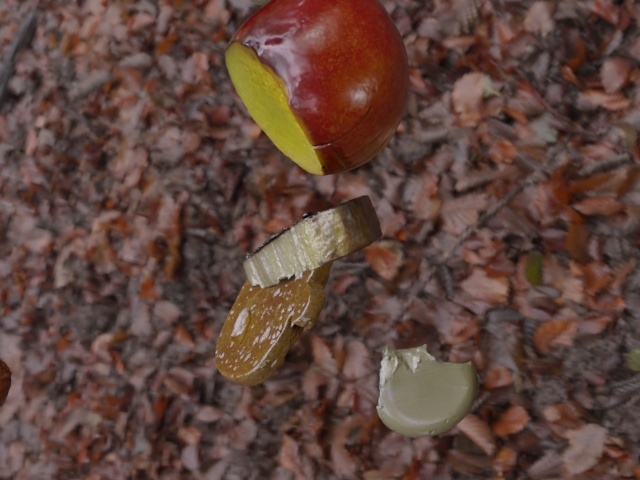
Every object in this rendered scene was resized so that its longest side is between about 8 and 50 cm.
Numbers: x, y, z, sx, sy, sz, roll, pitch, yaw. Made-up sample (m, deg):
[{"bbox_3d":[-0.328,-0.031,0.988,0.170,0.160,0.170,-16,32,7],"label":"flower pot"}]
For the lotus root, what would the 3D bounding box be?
[{"bbox_3d":[0.000,0.000,1.378,0.075,0.170,0.260,64,159,2],"label":"lotus root"}]

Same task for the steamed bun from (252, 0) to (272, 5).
[{"bbox_3d":[-0.032,-0.471,1.413,0.339,0.352,0.247,-39,79,44],"label":"steamed bun"}]

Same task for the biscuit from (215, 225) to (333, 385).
[{"bbox_3d":[-0.078,0.128,1.985,0.314,0.063,0.368,3,61,58],"label":"biscuit"}]

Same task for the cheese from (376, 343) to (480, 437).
[{"bbox_3d":[0.200,0.278,1.827,0.091,0.202,0.176,-175,83,-79],"label":"cheese"}]

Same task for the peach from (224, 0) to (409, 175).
[{"bbox_3d":[-0.003,-0.222,1.273,0.248,0.274,0.245,24,88,5],"label":"peach"}]

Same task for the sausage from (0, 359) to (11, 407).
[{"bbox_3d":[-0.382,0.155,0.900,0.076,0.197,0.076,55,156,39],"label":"sausage"}]
